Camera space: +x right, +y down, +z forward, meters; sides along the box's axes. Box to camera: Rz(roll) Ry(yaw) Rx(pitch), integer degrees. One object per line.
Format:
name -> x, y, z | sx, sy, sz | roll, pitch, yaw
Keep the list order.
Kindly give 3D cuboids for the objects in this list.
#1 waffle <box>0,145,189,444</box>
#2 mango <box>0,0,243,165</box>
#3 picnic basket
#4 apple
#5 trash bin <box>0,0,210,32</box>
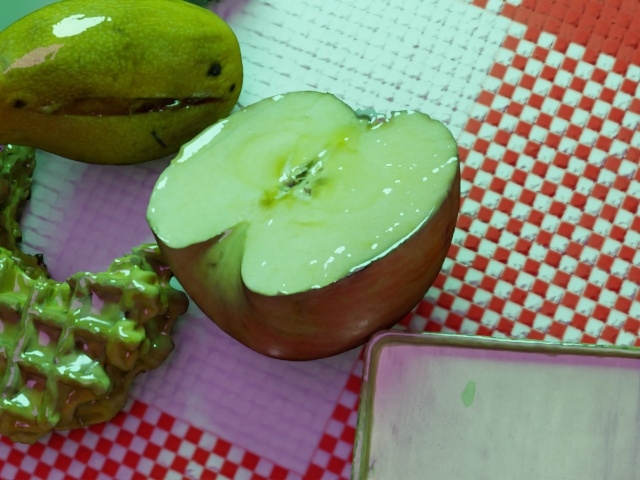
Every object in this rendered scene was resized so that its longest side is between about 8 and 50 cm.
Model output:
waffle -> -0.298, 0.047, 1.523 | 0.324, 0.151, 0.261 | 37, 89, 20
mango -> -0.202, -0.149, 1.501 | 0.295, 0.177, 0.120 | -13, 45, -37
picnic basket -> 0.196, 0.209, 1.381 | 0.313, 0.175, 0.228 | 3, 77, 15
apple -> 0.000, 0.000, 1.458 | 0.251, 0.163, 0.293 | -41, 45, -22
trash bin -> -0.254, -0.291, 1.594 | 0.343, 0.158, 0.223 | -30, 73, 1
